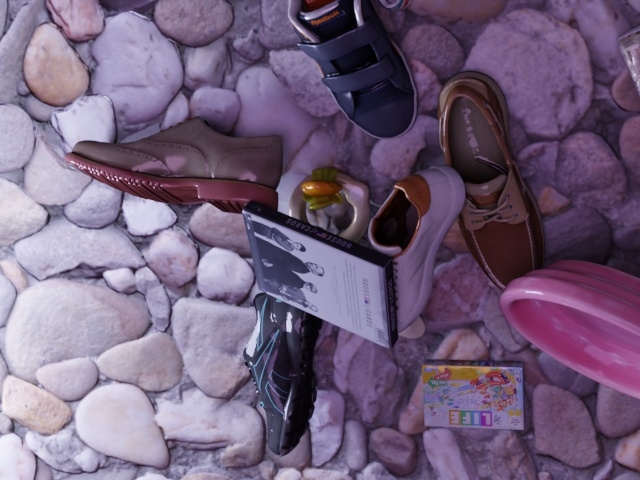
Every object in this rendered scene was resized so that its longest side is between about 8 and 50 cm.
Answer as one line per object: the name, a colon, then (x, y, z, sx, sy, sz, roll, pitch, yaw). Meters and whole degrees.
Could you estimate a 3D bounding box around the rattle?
rattle: (0.000, 0.000, 1.814, 0.130, 0.143, 0.199, 20, 105, -12)

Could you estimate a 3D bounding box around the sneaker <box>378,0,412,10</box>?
sneaker: (0.085, -0.394, 1.702, 0.057, 0.075, 0.161, -15, 102, 18)

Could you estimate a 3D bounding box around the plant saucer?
plant saucer: (0.410, 0.124, 1.681, 0.332, 0.332, 0.084, 28, 77, 5)

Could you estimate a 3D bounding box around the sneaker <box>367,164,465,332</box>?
sneaker: (0.099, 0.021, 1.740, 0.106, 0.123, 0.290, 44, 132, 35)

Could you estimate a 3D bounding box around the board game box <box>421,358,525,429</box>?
board game box: (0.235, 0.236, 1.882, 0.154, 0.026, 0.103, 0, 107, 14)

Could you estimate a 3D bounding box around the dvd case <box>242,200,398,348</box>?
dvd case: (0.001, 0.050, 1.764, 0.239, 0.029, 0.179, 22, 144, 25)

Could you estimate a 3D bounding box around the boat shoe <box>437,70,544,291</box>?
boat shoe: (0.231, -0.075, 1.738, 0.122, 0.120, 0.324, -16, 102, 18)

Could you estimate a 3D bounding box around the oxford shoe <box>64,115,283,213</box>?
oxford shoe: (-0.217, -0.125, 1.859, 0.348, 0.123, 0.130, 10, 81, 13)

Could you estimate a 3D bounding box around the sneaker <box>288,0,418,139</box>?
sneaker: (0.035, -0.280, 1.725, 0.126, 0.127, 0.321, -23, 101, 18)

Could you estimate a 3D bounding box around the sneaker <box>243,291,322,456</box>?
sneaker: (-0.063, 0.204, 1.921, 0.106, 0.101, 0.267, 10, 100, 21)

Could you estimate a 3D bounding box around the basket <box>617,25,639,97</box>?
basket: (0.480, -0.216, 1.643, 0.113, 0.103, 0.167, -24, 99, 18)

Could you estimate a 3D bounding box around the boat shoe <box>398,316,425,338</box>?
boat shoe: (0.100, 0.106, 1.870, 0.133, 0.042, 0.049, 28, 91, 4)
